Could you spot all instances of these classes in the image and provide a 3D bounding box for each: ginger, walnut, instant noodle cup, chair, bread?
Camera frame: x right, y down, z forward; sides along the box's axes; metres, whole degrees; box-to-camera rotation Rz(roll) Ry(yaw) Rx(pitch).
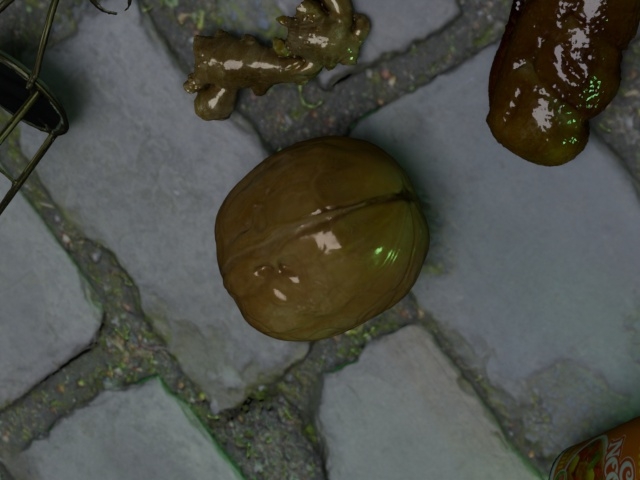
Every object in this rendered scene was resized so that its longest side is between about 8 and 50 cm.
[{"bbox_3d":[-0.044,-0.196,1.498,0.176,0.052,0.193,17,112,15],"label":"ginger"},{"bbox_3d":[0.000,0.000,1.482,0.226,0.193,0.193,-37,92,31],"label":"walnut"},{"bbox_3d":[0.321,0.234,1.437,0.168,0.168,0.185,56,144,-4],"label":"instant noodle cup"},{"bbox_3d":[-0.328,-0.165,1.576,0.160,0.170,0.325,32,73,12],"label":"chair"},{"bbox_3d":[0.239,-0.228,1.363,0.124,0.084,0.344,22,114,12],"label":"bread"}]
